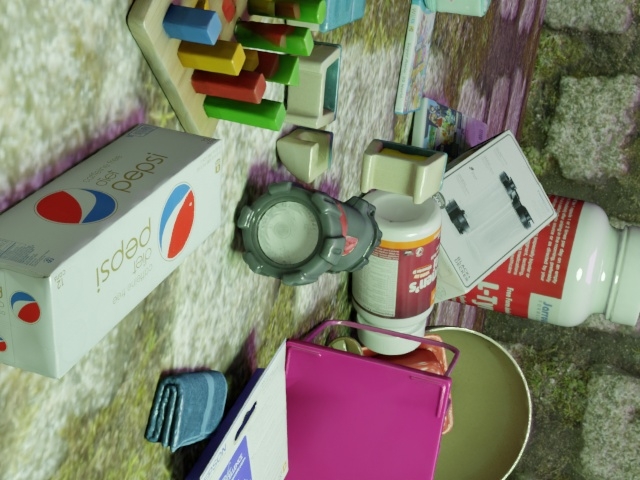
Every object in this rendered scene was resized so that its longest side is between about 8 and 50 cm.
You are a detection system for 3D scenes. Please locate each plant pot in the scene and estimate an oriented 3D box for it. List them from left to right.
[{"bbox_3d":[0.170,0.264,1.567,0.191,0.284,0.284,-156,-103,-76],"label":"plant pot"}]

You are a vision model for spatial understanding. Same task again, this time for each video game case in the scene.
[{"bbox_3d":[0.144,-0.276,1.455,0.119,0.015,0.166,-29,129,-68],"label":"video game case"},{"bbox_3d":[0.208,-0.116,1.594,0.183,0.023,0.201,13,82,-47],"label":"video game case"}]

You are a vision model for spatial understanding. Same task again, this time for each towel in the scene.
[{"bbox_3d":[-0.116,0.153,0.884,0.119,0.029,0.067,19,83,-73],"label":"towel"}]

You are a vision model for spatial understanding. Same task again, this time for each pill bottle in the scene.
[{"bbox_3d":[0.105,0.046,1.371,0.121,0.121,0.221,-56,153,-51],"label":"pill bottle"},{"bbox_3d":[0.374,0.025,1.737,0.229,0.407,0.229,12,90,-73],"label":"pill bottle"}]

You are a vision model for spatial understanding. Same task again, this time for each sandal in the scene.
[{"bbox_3d":[0.032,0.210,1.367,0.049,0.072,0.180,-94,-176,-68],"label":"sandal"}]

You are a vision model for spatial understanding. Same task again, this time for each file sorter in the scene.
[{"bbox_3d":[0.057,0.268,1.236,0.182,0.202,0.291,-26,127,-71],"label":"file sorter"}]

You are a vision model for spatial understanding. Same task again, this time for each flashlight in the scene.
[{"bbox_3d":[0.000,0.000,1.052,0.304,0.103,0.103,18,59,-77],"label":"flashlight"}]

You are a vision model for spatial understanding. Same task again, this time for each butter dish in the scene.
[{"bbox_3d":[0.126,0.230,1.396,0.118,0.160,0.160,-156,-123,-76],"label":"butter dish"}]

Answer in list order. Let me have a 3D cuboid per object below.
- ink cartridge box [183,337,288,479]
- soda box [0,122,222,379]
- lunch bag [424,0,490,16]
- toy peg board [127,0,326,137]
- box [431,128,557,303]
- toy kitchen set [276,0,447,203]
[{"bbox_3d":[-0.089,0.235,1.004,0.206,0.045,0.208,-57,154,-50],"label":"ink cartridge box"},{"bbox_3d":[-0.140,-0.004,0.629,0.216,0.069,0.074,-50,149,-56],"label":"soda box"},{"bbox_3d":[0.220,-0.465,1.409,0.224,0.107,0.279,87,23,-45],"label":"lunch bag"},{"bbox_3d":[-0.059,-0.176,0.751,0.161,0.079,0.161,69,36,-62],"label":"toy peg board"},{"bbox_3d":[0.234,-0.040,1.507,0.290,0.087,0.169,-35,96,-41],"label":"box"},{"bbox_3d":[0.058,-0.163,0.989,0.122,0.166,0.207,-45,144,-61],"label":"toy kitchen set"}]
